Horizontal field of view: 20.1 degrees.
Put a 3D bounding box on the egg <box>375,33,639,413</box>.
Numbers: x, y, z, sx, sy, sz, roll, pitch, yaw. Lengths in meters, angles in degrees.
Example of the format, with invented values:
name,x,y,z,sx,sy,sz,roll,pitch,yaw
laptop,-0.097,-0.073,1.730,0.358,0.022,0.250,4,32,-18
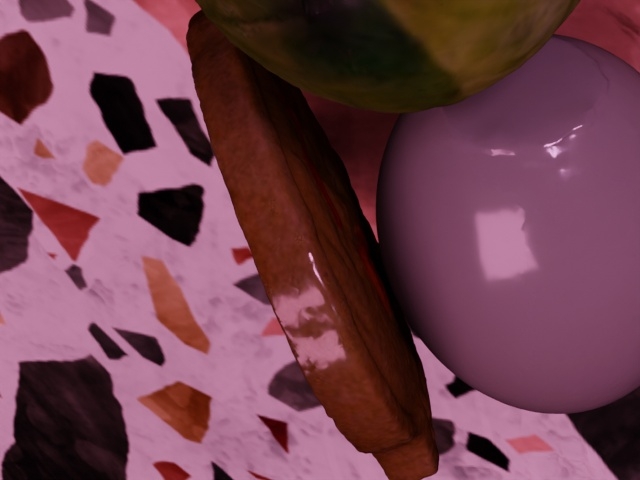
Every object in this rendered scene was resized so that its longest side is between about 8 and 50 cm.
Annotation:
name,x,y,z,sx,sy,sz,roll,pitch,yaw
egg,0.121,-0.001,0.974,0.176,0.176,0.232,8,137,29

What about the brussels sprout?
name,x,y,z,sx,sy,sz,roll,pitch,yaw
brussels sprout,0.027,-0.171,0.854,0.219,0.210,0.271,52,155,-14

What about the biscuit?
name,x,y,z,sx,sy,sz,roll,pitch,yaw
biscuit,0.002,-0.001,0.998,0.049,0.273,0.257,-23,146,8
